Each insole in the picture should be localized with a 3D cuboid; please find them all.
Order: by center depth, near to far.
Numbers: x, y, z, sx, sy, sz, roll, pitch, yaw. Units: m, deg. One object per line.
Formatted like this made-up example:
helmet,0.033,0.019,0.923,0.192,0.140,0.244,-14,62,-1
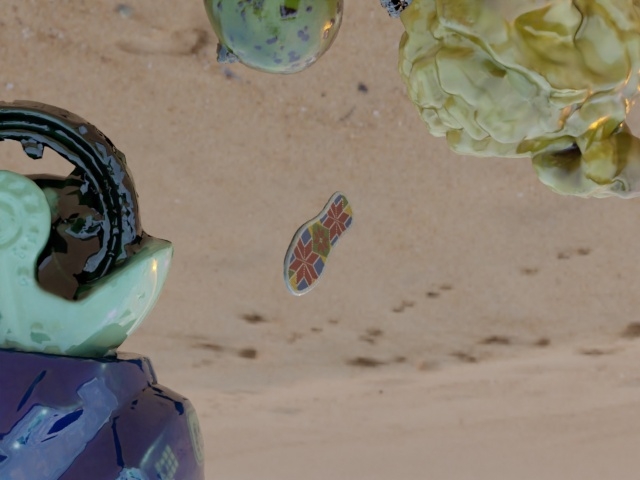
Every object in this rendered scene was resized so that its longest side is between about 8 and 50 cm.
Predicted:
insole,0.000,0.000,1.189,0.006,0.193,0.065,-12,114,32

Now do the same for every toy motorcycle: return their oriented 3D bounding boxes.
toy motorcycle,-0.172,0.106,0.381,0.196,0.331,0.125,47,178,5

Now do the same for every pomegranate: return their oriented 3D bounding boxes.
pomegranate,-0.058,-0.346,1.393,0.198,0.246,0.198,10,160,4

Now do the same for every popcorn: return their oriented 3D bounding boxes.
popcorn,0.226,-0.179,1.030,0.332,0.265,0.225,44,155,-5

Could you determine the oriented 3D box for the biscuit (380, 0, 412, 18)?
biscuit,0.057,-0.339,1.122,0.053,0.194,0.194,-25,145,9
